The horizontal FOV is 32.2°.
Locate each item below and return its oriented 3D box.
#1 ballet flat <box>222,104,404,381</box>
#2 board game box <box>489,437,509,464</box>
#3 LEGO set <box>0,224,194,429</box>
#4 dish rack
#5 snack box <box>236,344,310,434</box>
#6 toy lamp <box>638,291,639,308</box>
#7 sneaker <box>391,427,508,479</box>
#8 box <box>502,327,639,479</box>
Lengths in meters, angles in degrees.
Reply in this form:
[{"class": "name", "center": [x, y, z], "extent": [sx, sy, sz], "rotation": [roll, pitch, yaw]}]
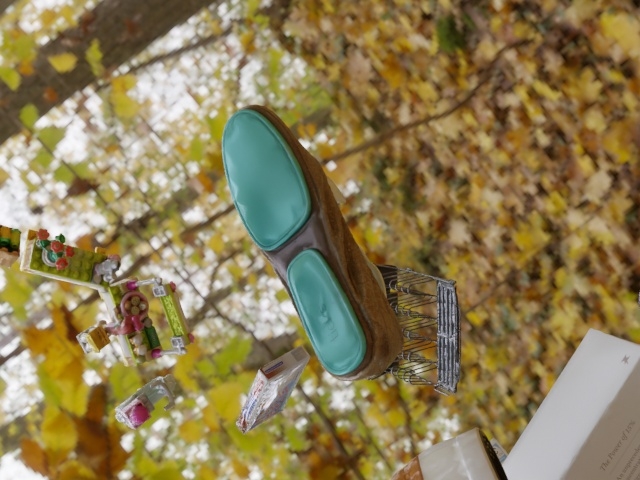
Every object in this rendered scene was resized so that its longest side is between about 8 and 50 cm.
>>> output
[{"class": "ballet flat", "center": [0.000, 0.000, 1.254], "extent": [0.124, 0.116, 0.342], "rotation": [-1, -124, -54]}, {"class": "board game box", "center": [0.226, 0.422, 1.657], "extent": [0.142, 0.144, 0.275], "rotation": [51, 162, 17]}, {"class": "LEGO set", "center": [-0.231, 0.060, 1.171], "extent": [0.287, 0.107, 0.132], "rotation": [53, -123, -19]}, {"class": "dish rack", "center": [0.149, 0.147, 1.846], "extent": [0.271, 0.074, 0.208], "rotation": [-167, 73, -67]}, {"class": "snack box", "center": [-0.060, 0.186, 1.363], "extent": [0.022, 0.064, 0.178], "rotation": [52, 152, 17]}, {"class": "toy lamp", "center": [0.419, 0.089, 1.122], "extent": [0.080, 0.080, 0.274], "rotation": [48, -179, -16]}, {"class": "sneaker", "center": [0.154, 0.330, 1.030], "extent": [0.290, 0.123, 0.106], "rotation": [67, -172, 10]}, {"class": "box", "center": [0.406, 0.283, 1.221], "extent": [0.345, 0.215, 0.168], "rotation": [33, 179, -6]}]
